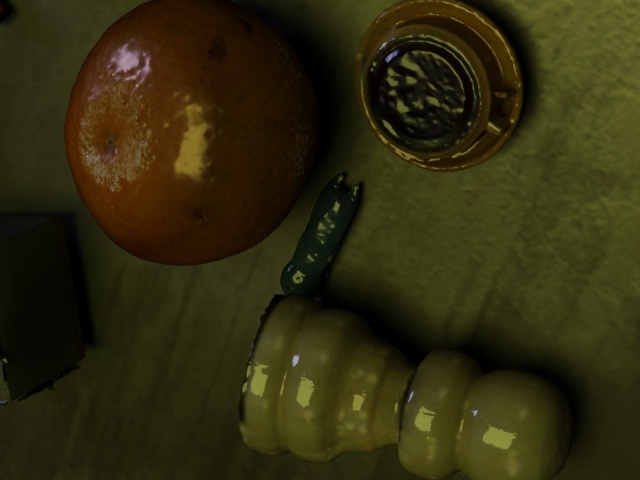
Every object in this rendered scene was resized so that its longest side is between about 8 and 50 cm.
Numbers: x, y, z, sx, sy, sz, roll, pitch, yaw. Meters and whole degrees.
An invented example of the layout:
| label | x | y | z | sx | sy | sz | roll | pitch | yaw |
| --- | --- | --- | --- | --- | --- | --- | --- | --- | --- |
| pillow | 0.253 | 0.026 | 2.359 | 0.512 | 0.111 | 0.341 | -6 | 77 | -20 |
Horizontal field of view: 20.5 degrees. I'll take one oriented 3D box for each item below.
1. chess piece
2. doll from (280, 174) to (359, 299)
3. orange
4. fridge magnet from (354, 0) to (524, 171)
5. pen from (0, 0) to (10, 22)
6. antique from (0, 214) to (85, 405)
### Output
| label | x | y | z | sx | sy | sz | roll | pitch | yaw |
| --- | --- | --- | --- | --- | --- | --- | --- | --- | --- |
| chess piece | 0.075 | 0.137 | 1.442 | 0.261 | 0.143 | 0.142 | 14 | 113 | 19 |
| doll | 0.000 | 0.000 | 1.495 | 0.037 | 0.027 | 0.125 | 33 | 116 | 14 |
| orange | -0.103 | -0.089 | 1.436 | 0.224 | 0.170 | 0.224 | 5 | 97 | 45 |
| fridge magnet | 0.090 | -0.120 | 1.384 | 0.143 | 0.063 | 0.143 | 10 | 114 | 22 |
| pen | -0.363 | -0.284 | 1.586 | 0.239 | 0.028 | 0.028 | 49 | 122 | 5 |
| antique | -0.307 | 0.060 | 1.603 | 0.147 | 0.148 | 0.152 | 0 | 106 | 27 |
